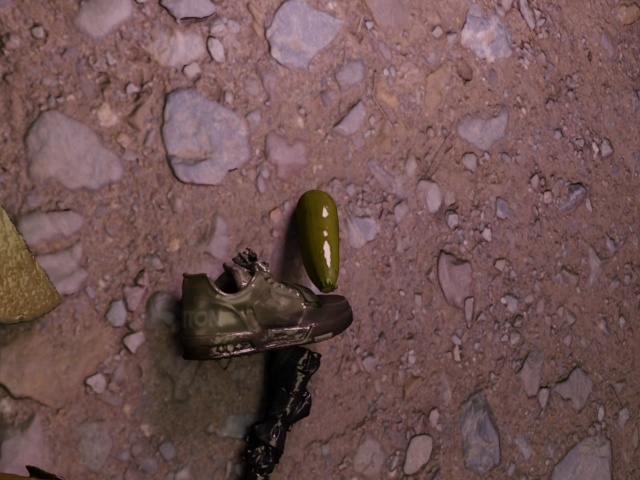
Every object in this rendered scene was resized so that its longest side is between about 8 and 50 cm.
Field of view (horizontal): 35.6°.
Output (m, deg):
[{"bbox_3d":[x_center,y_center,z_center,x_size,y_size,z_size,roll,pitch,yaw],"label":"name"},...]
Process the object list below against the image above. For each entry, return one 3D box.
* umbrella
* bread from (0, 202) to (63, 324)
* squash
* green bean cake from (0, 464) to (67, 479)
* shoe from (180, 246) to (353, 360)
[{"bbox_3d":[-0.061,0.265,1.475,0.071,0.080,0.224,60,46,-65],"label":"umbrella"},{"bbox_3d":[-0.408,0.031,1.210,0.112,0.036,0.193,-42,116,-31],"label":"bread"},{"bbox_3d":[0.000,0.000,1.509,0.066,0.066,0.201,32,33,-35],"label":"squash"},{"bbox_3d":[-0.355,0.436,1.107,0.310,0.202,0.285,-56,135,-35],"label":"green bean cake"},{"bbox_3d":[-0.075,0.079,1.445,0.293,0.109,0.149,-11,98,-37],"label":"shoe"}]
